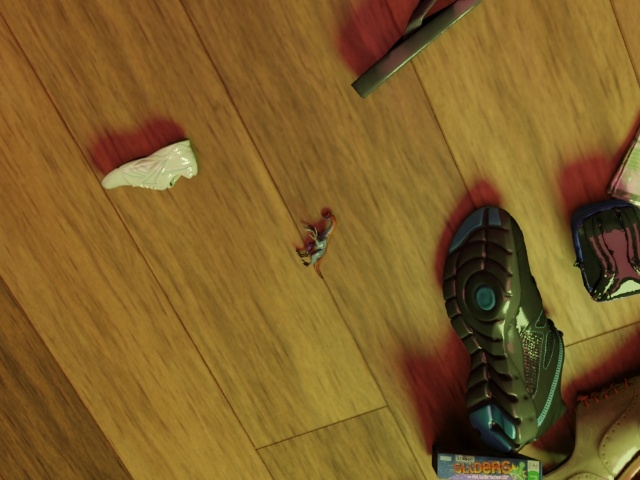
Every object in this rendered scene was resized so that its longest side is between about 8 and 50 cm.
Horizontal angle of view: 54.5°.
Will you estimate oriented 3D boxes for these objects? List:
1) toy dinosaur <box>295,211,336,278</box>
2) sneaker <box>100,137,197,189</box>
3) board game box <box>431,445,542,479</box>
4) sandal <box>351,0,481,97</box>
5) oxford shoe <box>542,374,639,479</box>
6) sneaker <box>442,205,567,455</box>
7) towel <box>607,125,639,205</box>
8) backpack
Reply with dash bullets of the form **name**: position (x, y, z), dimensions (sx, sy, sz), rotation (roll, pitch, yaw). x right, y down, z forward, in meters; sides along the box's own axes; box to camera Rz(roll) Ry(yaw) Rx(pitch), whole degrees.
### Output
- **toy dinosaur**: position (0.000, 0.000, 0.923), dimensions (0.082, 0.047, 0.090), rotation (-40, 132, 10)
- **sneaker**: position (-0.251, -0.097, 0.910), dimensions (0.152, 0.053, 0.061), rotation (-18, 108, 14)
- **board game box**: position (0.235, 0.328, 0.911), dimensions (0.136, 0.201, 0.035), rotation (2, 75, 8)
- **sandal**: position (0.133, -0.276, 0.765), dimensions (0.254, 0.097, 0.054), rotation (-37, 100, 19)
- **oxford shoe**: position (0.437, 0.246, 0.889), dimensions (0.130, 0.123, 0.348), rotation (32, 98, 31)
- **sneaker**: position (0.267, 0.118, 0.884), dimensions (0.140, 0.125, 0.340), rotation (-10, 97, -33)
- **towel**: position (0.460, -0.112, 0.814), dimensions (0.113, 0.023, 0.152), rotation (19, 108, 0)
- **backpack**: position (0.380, 0.007, 0.822), dimensions (0.098, 0.101, 0.120), rotation (-18, 101, 12)
